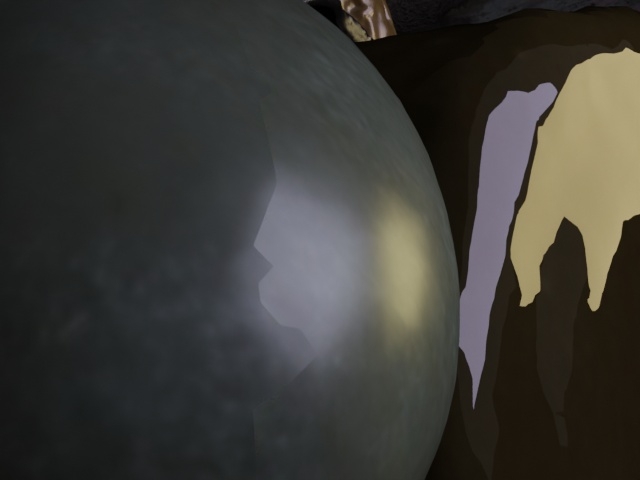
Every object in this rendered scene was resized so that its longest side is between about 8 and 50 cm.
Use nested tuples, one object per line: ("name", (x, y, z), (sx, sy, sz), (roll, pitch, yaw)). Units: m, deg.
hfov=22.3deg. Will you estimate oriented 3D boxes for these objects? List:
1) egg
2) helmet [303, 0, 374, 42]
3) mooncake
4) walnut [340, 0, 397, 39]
("egg", (-0.077, 0.017, 0.625), (0.258, 0.258, 0.352), (59, 5, -30))
("helmet", (-0.047, -0.106, 1.334), (0.154, 0.198, 0.253), (21, -19, 24))
("mooncake", (0.100, 0.088, 0.965), (0.467, 0.262, 0.467), (18, 67, -50))
("walnut", (-0.023, -0.172, 1.504), (0.198, 0.198, 0.245), (-97, 168, -60))
